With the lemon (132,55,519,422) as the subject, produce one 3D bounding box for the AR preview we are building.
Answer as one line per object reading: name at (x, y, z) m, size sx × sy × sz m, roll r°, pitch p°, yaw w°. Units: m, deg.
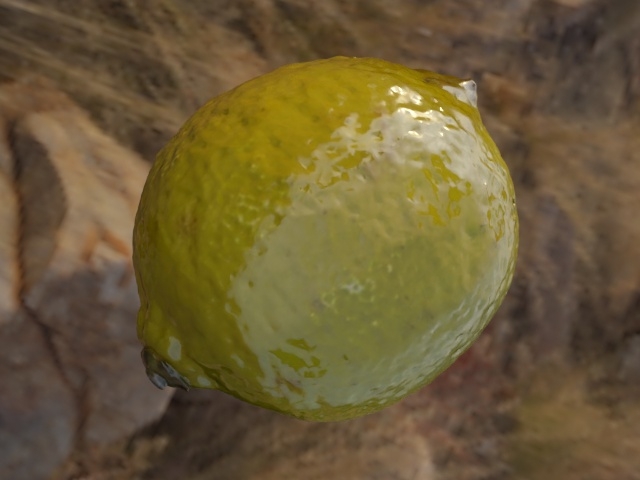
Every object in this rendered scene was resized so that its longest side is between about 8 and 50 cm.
lemon at (0.000, 0.000, 0.556) m, size 0.133 × 0.109 × 0.109 m, roll -39°, pitch 138°, yaw -10°
